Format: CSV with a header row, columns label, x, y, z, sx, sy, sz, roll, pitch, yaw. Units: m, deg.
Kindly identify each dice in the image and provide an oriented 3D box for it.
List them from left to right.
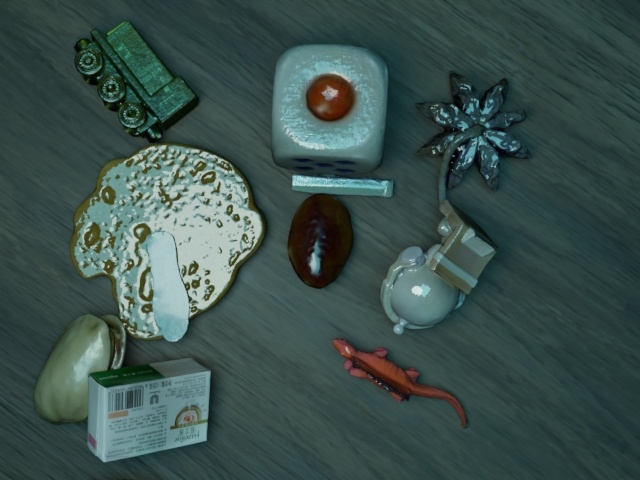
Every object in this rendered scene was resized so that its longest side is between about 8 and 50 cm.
label,x,y,z,sx,sy,sz,roll,pitch,yaw
dice,0.016,-0.218,1.689,0.194,0.192,0.193,2,85,2

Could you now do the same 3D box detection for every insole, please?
label,x,y,z,sx,sy,sz,roll,pitch,yaw
insole,-0.266,0.079,1.731,0.065,0.006,0.193,-10,89,1

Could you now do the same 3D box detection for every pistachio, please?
label,x,y,z,sx,sy,sz,roll,pitch,yaw
pistachio,-0.415,0.227,1.722,0.152,0.126,0.223,44,106,31

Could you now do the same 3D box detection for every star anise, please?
label,x,y,z,sx,sy,sz,roll,pitch,yaw
star anise,0.264,-0.177,1.747,0.230,0.081,0.262,26,87,-9

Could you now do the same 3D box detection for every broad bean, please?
label,x,y,z,sx,sy,sz,roll,pitch,yaw
broad bean,0.000,0.000,1.749,0.114,0.084,0.165,19,83,-16

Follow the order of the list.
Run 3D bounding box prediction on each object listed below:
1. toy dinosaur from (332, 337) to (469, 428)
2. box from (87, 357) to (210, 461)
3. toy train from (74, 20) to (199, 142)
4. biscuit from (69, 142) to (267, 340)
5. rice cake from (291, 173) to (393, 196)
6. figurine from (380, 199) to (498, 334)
label,x,y,z,sx,sy,sz,roll,pitch,yaw
toy dinosaur,0.142,0.251,1.710,0.286,0.139,0.070,32,90,1
box,-0.290,0.283,1.688,0.199,0.081,0.135,-4,106,-32
toy train,-0.329,-0.284,1.757,0.137,0.090,0.225,-38,89,-7
biscuit,-0.278,-0.008,1.763,0.312,0.057,0.351,32,90,2
rice cake,0.039,-0.101,1.772,0.180,0.030,0.042,3,94,1
figurine,0.193,0.057,1.722,0.163,0.141,0.236,30,100,-32
